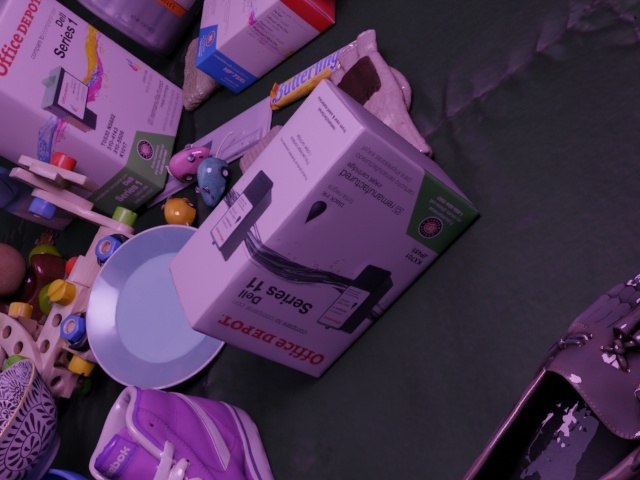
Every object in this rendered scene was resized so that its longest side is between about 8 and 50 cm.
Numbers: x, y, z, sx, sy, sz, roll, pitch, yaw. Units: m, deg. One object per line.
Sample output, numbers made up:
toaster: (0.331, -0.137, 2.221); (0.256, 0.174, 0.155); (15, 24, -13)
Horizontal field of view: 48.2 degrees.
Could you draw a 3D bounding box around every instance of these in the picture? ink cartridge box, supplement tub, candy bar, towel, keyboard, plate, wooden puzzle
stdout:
ink cartridge box: (0.000, 0.000, 0.589); (0.208, 0.153, 0.087); (-48, 40, 16)
supplement tub: (-0.241, -0.473, 1.139); (0.316, 0.194, 0.193); (-55, 38, 8)
candy bar: (-0.001, -0.193, 0.827); (0.161, 0.018, 0.040); (-19, 53, 40)
towel: (-0.164, -0.267, 1.052); (0.110, 0.027, 0.148); (-31, 46, 33)
ink cartridge box: (-0.055, -0.306, 0.911); (0.231, 0.078, 0.134); (-25, 50, 37)
keyboard: (-0.154, -0.114, 0.955); (0.256, 0.014, 0.072); (-22, 46, 39)
plate: (-0.175, 0.073, 0.796); (0.188, 0.024, 0.188); (-6, 70, 16)
ink cartridge box: (-0.343, -0.189, 0.986); (0.117, 0.278, 0.201); (-29, 43, 35)
wooden puzzle: (-0.482, 0.003, 1.250); (0.083, 0.006, 0.049); (12, 76, 51)

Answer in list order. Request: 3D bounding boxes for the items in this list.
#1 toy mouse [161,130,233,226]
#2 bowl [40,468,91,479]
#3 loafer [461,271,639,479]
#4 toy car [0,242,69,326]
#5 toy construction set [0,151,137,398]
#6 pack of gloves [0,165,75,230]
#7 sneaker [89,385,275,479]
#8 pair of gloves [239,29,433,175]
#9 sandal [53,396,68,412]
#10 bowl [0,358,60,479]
toy mouse: (-0.159, -0.084, 0.903); (0.143, 0.031, 0.161); (-53, 43, 15)
bowl: (-0.291, 0.429, 0.698); (0.391, 0.077, 0.391); (-28, 47, 35)
loafer: (0.150, 0.109, 0.401); (0.267, 0.084, 0.096); (-56, 37, 5)
toy car: (-0.483, 0.063, 1.062); (0.149, 0.188, 0.155); (-54, 37, 7)
toy construction set: (-0.328, 0.057, 0.906); (0.215, 0.151, 0.327); (15, 91, 34)
pack of gloves: (-0.446, -0.117, 1.103); (0.195, 0.232, 0.046); (-39, 54, 22)
sneaker: (-0.099, 0.219, 0.551); (0.102, 0.161, 0.282); (-54, 39, 6)
pair of gloves: (-0.005, -0.087, 0.743); (0.240, 0.042, 0.204); (-37, 43, 28)
sandal: (-0.423, 0.215, 1.010); (0.219, 0.060, 0.090); (-5, 63, 30)
bowl: (-0.334, 0.218, 0.763); (0.170, 0.080, 0.170); (-34, 29, 22)
